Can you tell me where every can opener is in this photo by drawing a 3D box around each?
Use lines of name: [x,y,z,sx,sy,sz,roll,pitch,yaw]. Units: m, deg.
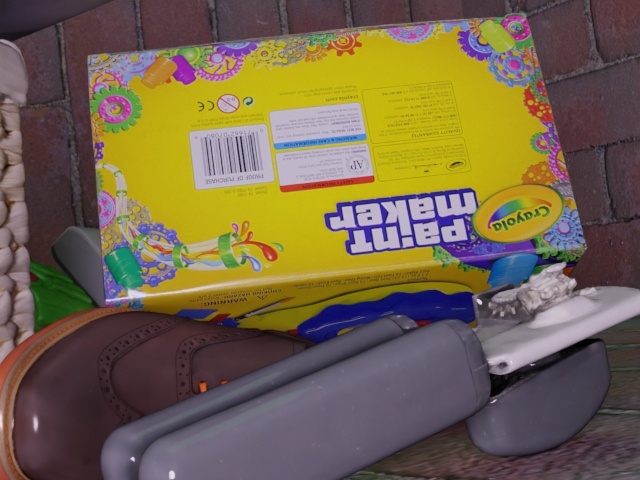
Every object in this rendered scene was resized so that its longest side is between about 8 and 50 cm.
can opener: [0.043,0.075,0.510,0.280,0.093,0.074,-14,5,-33]

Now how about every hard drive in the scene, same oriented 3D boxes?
hard drive: [-0.141,0.074,1.167,0.040,0.203,0.307,-44,-8,6]

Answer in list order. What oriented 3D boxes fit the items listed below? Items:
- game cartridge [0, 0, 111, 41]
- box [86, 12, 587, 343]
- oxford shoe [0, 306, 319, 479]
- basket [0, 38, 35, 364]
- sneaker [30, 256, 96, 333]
game cartridge: [-0.219,-0.148,0.600,0.355,0.068,0.230,-10,-1,38]
box: [0.000,0.000,0.824,0.290,0.177,0.279,-7,-24,-5]
oxford shoe: [-0.058,0.080,0.605,0.098,0.096,0.271,-4,-2,29]
basket: [-0.349,0.025,0.558,0.332,0.266,0.328,-7,-3,12]
sneaker: [-0.319,0.101,0.990,0.185,0.202,0.483,17,4,-23]
